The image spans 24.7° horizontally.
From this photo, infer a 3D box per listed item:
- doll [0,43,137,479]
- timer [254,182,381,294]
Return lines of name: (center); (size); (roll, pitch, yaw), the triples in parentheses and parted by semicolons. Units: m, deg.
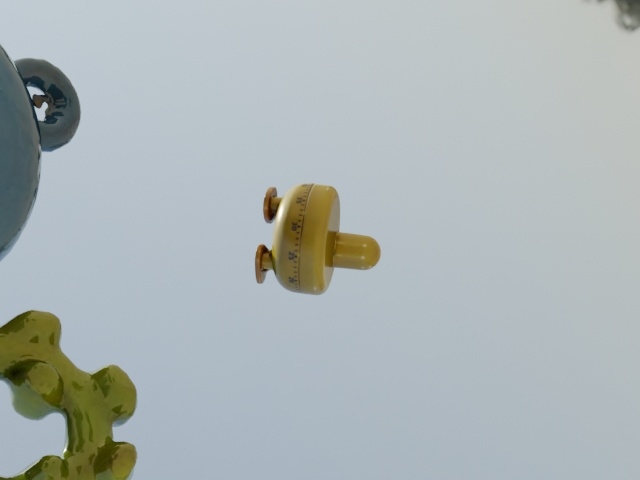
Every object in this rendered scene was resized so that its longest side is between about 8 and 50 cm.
doll: (-0.239, -0.009, 0.618); (0.341, 0.099, 0.346); (-23, -98, -34)
timer: (0.000, 0.000, 1.366); (0.107, 0.109, 0.107); (6, -90, -82)
